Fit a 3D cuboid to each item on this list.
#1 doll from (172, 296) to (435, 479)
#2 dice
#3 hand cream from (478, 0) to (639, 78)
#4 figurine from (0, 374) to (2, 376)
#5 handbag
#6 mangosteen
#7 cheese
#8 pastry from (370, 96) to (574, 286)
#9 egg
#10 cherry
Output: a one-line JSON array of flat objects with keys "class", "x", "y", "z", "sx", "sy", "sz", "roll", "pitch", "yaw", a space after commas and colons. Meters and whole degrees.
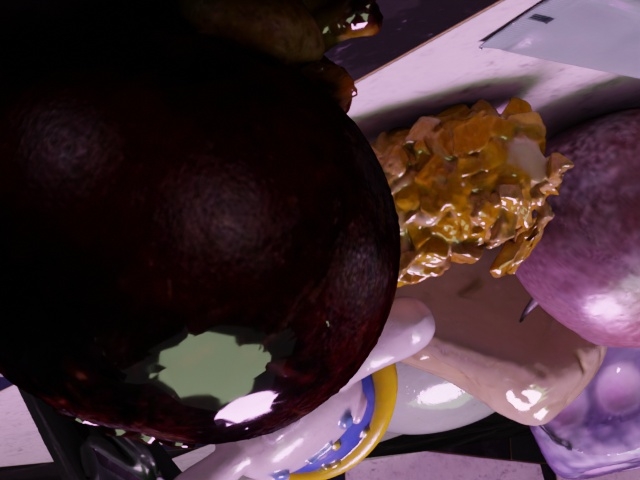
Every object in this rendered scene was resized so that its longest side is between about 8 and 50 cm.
[{"class": "doll", "x": -0.010, "y": 0.121, "z": 1.456, "sx": 0.311, "sy": 0.159, "sz": 0.243, "roll": -40, "pitch": 160, "yaw": 27}, {"class": "dice", "x": 0.403, "y": 0.152, "z": 2.059, "sx": 0.270, "sy": 0.270, "sz": 0.271, "roll": -18, "pitch": 165, "yaw": 19}, {"class": "hand cream", "x": 0.279, "y": -0.148, "z": 1.230, "sx": 0.321, "sy": 0.067, "sz": 0.109, "roll": 3, "pitch": 161, "yaw": -35}, {"class": "figurine", "x": -0.203, "y": 0.043, "z": 1.278, "sx": 0.381, "sy": 0.203, "sz": 0.248, "roll": 1, "pitch": 156, "yaw": -7}, {"class": "handbag", "x": -0.233, "y": 0.156, "z": 1.541, "sx": 0.079, "sy": 0.260, "sz": 0.247, "roll": -36, "pitch": 162, "yaw": -5}, {"class": "mangosteen", "x": -0.092, "y": -0.021, "z": 0.972, "sx": 0.297, "sy": 0.293, "sz": 0.297, "roll": 7, "pitch": -158, "yaw": -3}, {"class": "cheese", "x": 0.150, "y": 0.074, "z": 1.562, "sx": 0.263, "sy": 0.159, "sz": 0.093, "roll": 25, "pitch": 144, "yaw": 9}, {"class": "pastry", "x": 0.089, "y": -0.027, "z": 1.321, "sx": 0.250, "sy": 0.154, "sz": 0.102, "roll": -14, "pitch": -175, "yaw": 10}, {"class": "egg", "x": 0.125, "y": 0.112, "z": 1.786, "sx": 0.283, "sy": 0.203, "sz": 0.203, "roll": -18, "pitch": 166, "yaw": 7}, {"class": "cherry", "x": 0.274, "y": -0.011, "z": 1.436, "sx": 0.285, "sy": 0.213, "sz": 0.236, "roll": -40, "pitch": 175, "yaw": 31}]
